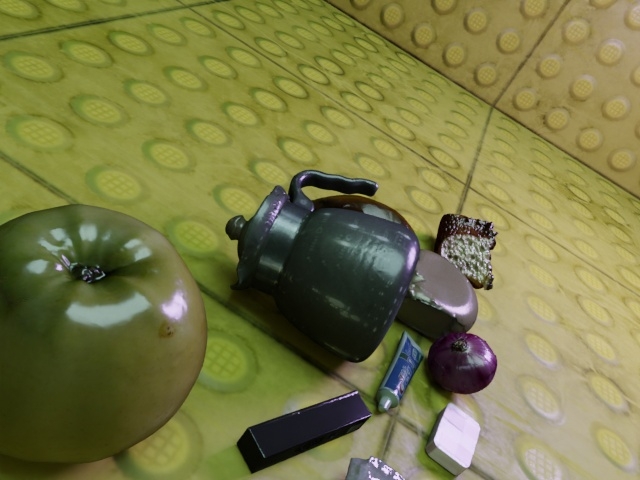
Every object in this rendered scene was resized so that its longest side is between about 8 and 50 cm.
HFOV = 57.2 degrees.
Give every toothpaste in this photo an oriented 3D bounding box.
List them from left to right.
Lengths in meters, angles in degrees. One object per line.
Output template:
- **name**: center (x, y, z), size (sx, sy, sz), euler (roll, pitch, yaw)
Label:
- **toothpaste**: center (0.127, 0.212, 0.940), size (0.057, 0.035, 0.197), euler (49, 32, -1)

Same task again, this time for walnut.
- **walnut**: center (0.069, -0.016, 1.101), size (0.245, 0.137, 0.137), euler (15, 34, -3)

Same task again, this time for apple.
- **apple**: center (-0.251, 0.095, 0.604), size (0.262, 0.262, 0.262), euler (22, 33, -15)

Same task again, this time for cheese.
- **cheese**: center (0.212, 0.098, 1.112), size (0.175, 0.091, 0.202), euler (26, 31, -8)

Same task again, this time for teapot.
- **teapot**: center (0.000, 0.000, 0.911), size (0.285, 0.305, 0.223), euler (24, -12, 1)

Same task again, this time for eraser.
- **eraser**: center (0.202, 0.299, 0.889), size (0.065, 0.026, 0.105), euler (38, 32, 6)

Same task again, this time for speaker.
- **speaker**: center (-0.016, 0.246, 0.767), size (0.191, 0.040, 0.046), euler (-4, 49, -44)

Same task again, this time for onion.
- **onion**: center (0.239, 0.209, 0.989), size (0.115, 0.115, 0.104), euler (-96, 166, -51)

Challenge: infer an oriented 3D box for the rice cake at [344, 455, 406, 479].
- **rice cake**: center (0.175, 0.394, 0.709), size (0.365, 0.056, 0.073), euler (36, 27, 8)

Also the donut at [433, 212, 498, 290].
- **donut**: center (0.309, 0.026, 1.280), size (0.126, 0.144, 0.186), euler (24, 63, -2)
